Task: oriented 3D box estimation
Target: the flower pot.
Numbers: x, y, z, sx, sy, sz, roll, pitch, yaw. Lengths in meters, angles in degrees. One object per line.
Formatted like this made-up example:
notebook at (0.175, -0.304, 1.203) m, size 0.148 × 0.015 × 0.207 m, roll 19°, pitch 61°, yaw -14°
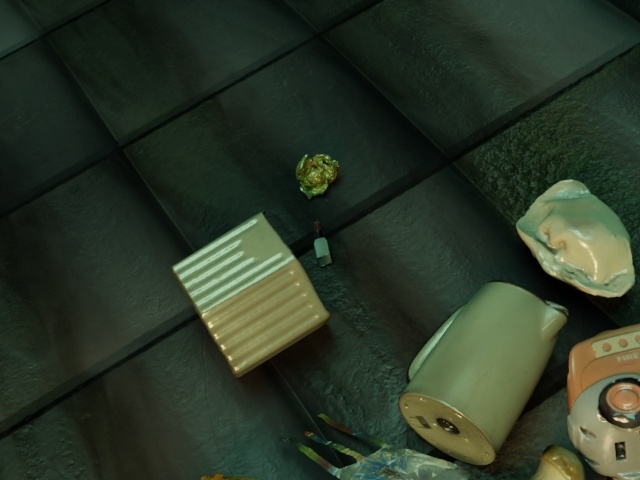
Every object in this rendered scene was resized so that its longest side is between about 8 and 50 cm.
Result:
flower pot at (-0.117, 0.094, 1.657) m, size 0.190 × 0.209 × 0.239 m, roll -32°, pitch 53°, yaw -9°

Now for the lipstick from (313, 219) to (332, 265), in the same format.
lipstick at (0.000, 0.000, 1.817) m, size 0.025 × 0.025 × 0.107 m, roll -14°, pitch 45°, yaw 3°

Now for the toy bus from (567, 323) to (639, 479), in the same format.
toy bus at (0.488, 0.215, 1.418) m, size 0.288 × 0.194 × 0.232 m, roll -14°, pitch 38°, yaw 6°

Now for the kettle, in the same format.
kettle at (0.233, 0.189, 1.527) m, size 0.240 × 0.165 × 0.255 m, roll -1°, pitch 46°, yaw 52°

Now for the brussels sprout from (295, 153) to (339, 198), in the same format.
brussels sprout at (-0.004, -0.129, 1.893) m, size 0.085 × 0.085 × 0.058 m, roll -7°, pitch 21°, yaw 11°

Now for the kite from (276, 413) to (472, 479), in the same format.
kite at (0.076, 0.327, 1.480) m, size 0.169 × 0.015 × 0.310 m, roll -15°, pitch 22°, yaw -33°

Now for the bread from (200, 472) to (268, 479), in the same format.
bread at (-0.104, 0.500, 1.311) m, size 0.314 × 0.191 × 0.370 m, roll 8°, pitch 38°, yaw 22°

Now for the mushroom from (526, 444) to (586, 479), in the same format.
mushroom at (0.231, 0.404, 1.365) m, size 0.329 × 0.122 × 0.159 m, roll -28°, pitch 30°, yaw -10°

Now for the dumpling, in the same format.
dumpling at (0.421, 0.004, 1.625) m, size 0.163 × 0.132 × 0.250 m, roll -18°, pitch 50°, yaw -3°
